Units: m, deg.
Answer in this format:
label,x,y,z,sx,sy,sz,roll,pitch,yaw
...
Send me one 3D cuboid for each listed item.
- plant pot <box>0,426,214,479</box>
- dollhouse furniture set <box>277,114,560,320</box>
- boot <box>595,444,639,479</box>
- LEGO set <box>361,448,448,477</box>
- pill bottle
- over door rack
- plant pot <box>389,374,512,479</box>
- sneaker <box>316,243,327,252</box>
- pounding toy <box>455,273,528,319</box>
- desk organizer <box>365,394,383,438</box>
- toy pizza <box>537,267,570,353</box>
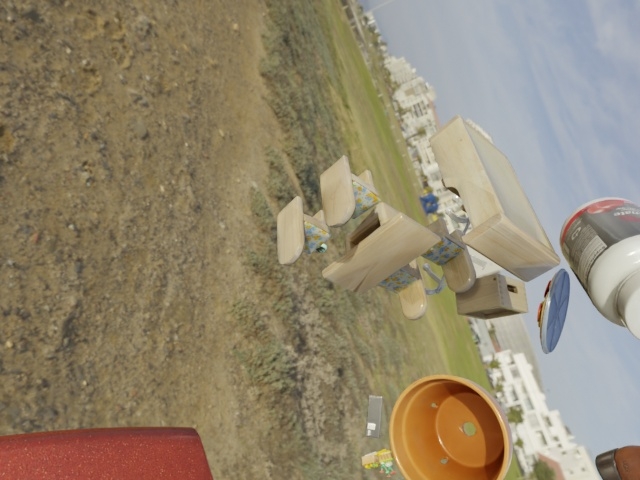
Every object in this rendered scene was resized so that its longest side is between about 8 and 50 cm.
label,x,y,z,sx,sy,sz,roll,pitch,yaw
plant pot,-0.214,0.309,0.428,0.235,0.267,0.267,-8,61,-36
dollhouse furniture set,0.177,0.013,0.902,0.362,0.394,0.256,27,39,-32
boot,0.745,0.503,0.953,0.096,0.280,0.264,-14,68,-41
LEGO set,0.260,0.627,1.380,0.132,0.287,0.107,60,10,-71
pill bottle,0.559,0.049,0.874,0.176,0.176,0.318,65,20,-16
over door rack,0.381,-0.005,1.315,0.108,0.240,0.324,37,35,31
plant pot,0.347,0.483,1.224,0.203,0.291,0.291,18,52,-54
sneaker,0.000,0.000,1.411,0.038,0.098,0.069,50,65,-25
pounding toy,0.382,0.119,1.099,0.141,0.130,0.100,15,65,-37
desk organizer,0.178,0.575,1.597,0.050,0.047,0.130,55,40,-70
toy pizza,0.534,0.161,1.127,0.201,0.032,0.201,-16,111,-49
